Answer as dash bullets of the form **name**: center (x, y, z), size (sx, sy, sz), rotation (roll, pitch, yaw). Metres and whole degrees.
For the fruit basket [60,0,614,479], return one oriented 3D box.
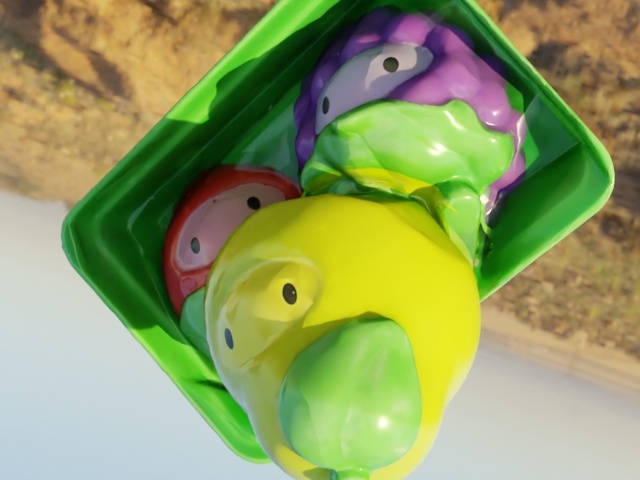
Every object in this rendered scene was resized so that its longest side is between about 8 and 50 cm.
- **fruit basket**: center (0.000, 0.000, 0.850), size (0.283, 0.392, 0.392), rotation (49, 176, 1)
